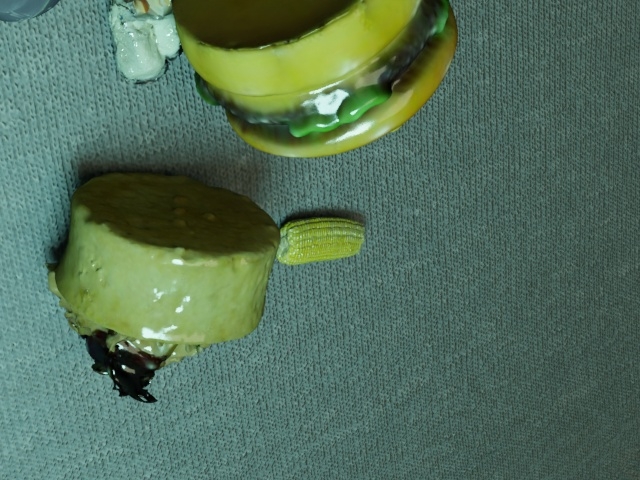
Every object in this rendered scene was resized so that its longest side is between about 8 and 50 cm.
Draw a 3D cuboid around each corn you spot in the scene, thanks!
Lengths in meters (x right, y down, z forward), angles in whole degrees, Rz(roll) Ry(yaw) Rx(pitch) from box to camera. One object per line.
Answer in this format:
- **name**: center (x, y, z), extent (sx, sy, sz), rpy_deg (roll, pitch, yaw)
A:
- **corn**: center (0.000, 0.000, 2.111), extent (0.165, 0.063, 0.085), rpy_deg (-2, 104, -37)

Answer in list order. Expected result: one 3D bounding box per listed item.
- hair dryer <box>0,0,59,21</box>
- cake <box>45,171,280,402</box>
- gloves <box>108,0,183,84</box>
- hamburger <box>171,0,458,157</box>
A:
- **hair dryer**: center (-0.479, -0.240, 1.519), extent (0.361, 0.121, 0.301), rpy_deg (-47, 178, 17)
- **cake**: center (-0.241, 0.091, 1.822), extent (0.332, 0.332, 0.321), rpy_deg (-3, 119, -35)
- **gloves**: center (-0.251, -0.302, 1.778), extent (0.114, 0.070, 0.153), rpy_deg (-30, 133, -31)
- **hamburger**: center (-0.007, -0.296, 1.749), extent (0.396, 0.396, 0.277), rpy_deg (-43, 137, -11)
